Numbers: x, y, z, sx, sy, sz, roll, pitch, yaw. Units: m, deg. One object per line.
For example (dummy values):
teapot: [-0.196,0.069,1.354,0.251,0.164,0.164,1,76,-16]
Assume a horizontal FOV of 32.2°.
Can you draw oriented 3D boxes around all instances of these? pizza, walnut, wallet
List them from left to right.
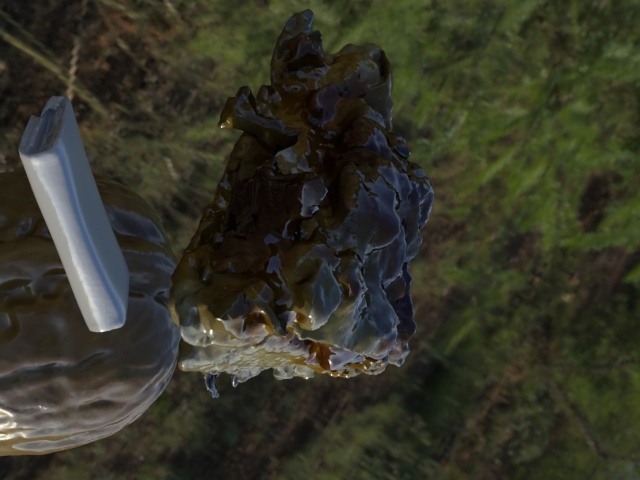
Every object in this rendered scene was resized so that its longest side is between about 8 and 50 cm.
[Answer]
walnut: [-0.191,0.047,0.753,0.213,0.213,0.213,-52,162,-25]
wallet: [-0.130,-0.013,0.600,0.061,0.025,0.122,-87,168,-52]
pizza: [0.001,0.001,0.388,0.194,0.069,0.154,-53,149,-73]
